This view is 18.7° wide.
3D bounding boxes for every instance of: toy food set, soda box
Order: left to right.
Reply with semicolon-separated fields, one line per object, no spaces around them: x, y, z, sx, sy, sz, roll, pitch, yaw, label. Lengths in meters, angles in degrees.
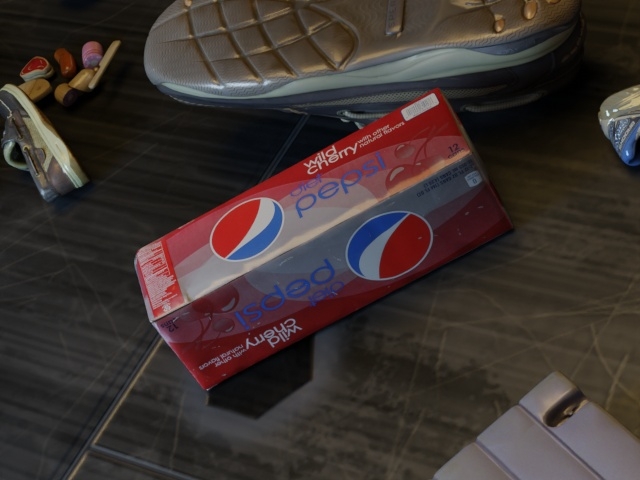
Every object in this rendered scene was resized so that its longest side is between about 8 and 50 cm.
-0.230;-0.149;1.755;0.122;0.019;0.078;-1;51;40;toy food set
0.000;0.000;1.424;0.263;0.092;0.083;-27;44;6;soda box

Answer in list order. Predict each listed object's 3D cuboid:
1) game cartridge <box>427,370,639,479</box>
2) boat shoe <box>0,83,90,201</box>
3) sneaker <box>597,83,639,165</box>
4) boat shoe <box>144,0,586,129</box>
0.165;0.249;1.127;0.230;0.068;0.355;-42;43;-4;game cartridge
-0.253;-0.086;1.681;0.049;0.056;0.152;-36;43;-10;boat shoe
0.269;-0.092;1.386;0.135;0.052;0.058;-26;53;19;sneaker
0.035;-0.136;1.503;0.355;0.130;0.132;-1;55;23;boat shoe
